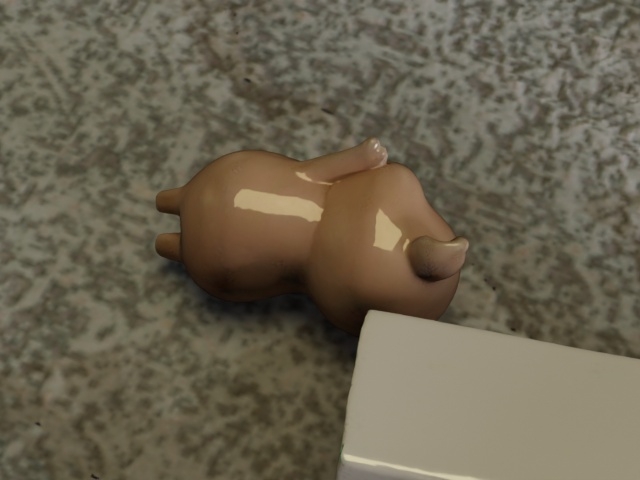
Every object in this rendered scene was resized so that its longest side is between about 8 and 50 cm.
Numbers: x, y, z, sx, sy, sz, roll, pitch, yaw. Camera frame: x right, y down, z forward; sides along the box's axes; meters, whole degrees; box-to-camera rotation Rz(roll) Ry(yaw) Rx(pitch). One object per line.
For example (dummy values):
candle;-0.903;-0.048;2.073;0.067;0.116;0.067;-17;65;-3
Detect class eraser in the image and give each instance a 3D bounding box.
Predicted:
eraser;0.155;0.105;0.778;0.298;0.078;0.076;11;53;2

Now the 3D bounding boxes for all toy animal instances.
toy animal;-0.003;0.005;0.838;0.150;0.083;0.089;14;66;19
